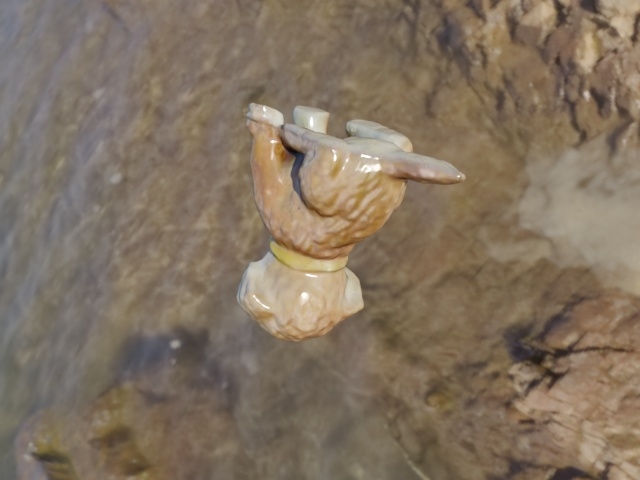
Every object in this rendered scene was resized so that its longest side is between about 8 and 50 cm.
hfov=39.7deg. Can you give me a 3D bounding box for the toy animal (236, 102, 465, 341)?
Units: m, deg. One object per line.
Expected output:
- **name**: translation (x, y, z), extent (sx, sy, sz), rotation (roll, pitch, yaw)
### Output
- **toy animal**: translation (0.014, 0.005, 0.663), extent (0.184, 0.104, 0.185), rotation (25, 109, 41)
